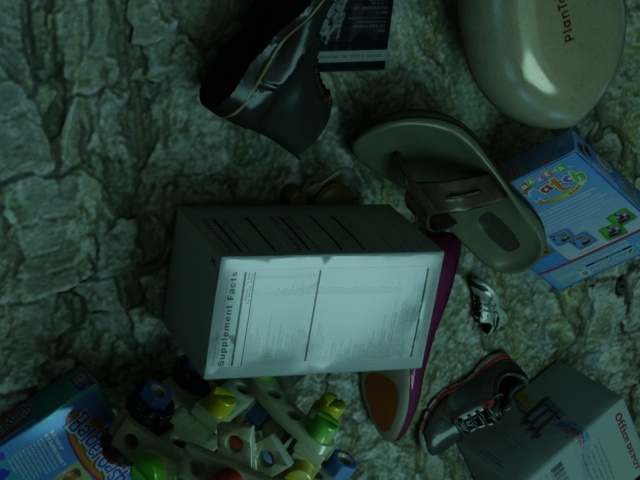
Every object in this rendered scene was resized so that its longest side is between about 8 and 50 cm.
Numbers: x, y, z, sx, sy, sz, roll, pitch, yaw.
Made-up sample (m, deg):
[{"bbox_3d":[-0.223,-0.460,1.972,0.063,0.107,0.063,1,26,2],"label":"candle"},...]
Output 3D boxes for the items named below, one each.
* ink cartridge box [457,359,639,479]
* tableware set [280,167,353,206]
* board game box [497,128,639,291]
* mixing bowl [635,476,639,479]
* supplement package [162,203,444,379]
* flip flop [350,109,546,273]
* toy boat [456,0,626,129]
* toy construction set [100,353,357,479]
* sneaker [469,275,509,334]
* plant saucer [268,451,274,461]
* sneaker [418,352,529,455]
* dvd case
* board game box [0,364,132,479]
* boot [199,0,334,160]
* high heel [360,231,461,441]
[{"bbox_3d":[0.286,0.261,1.874,0.176,0.127,0.128,-36,125,-15],"label":"ink cartridge box"},{"bbox_3d":[0.000,0.000,1.644,0.104,0.024,0.154,-32,125,-14],"label":"tableware set"},{"bbox_3d":[0.278,-0.030,1.744,0.160,0.039,0.211,-27,137,31],"label":"board game box"},{"bbox_3d":[0.487,0.342,2.059,0.181,0.098,0.181,-13,115,-29],"label":"mixing bowl"},{"bbox_3d":[-0.020,0.047,1.557,0.244,0.134,0.139,0,113,-25],"label":"supplement package"},{"bbox_3d":[0.144,-0.041,1.644,0.112,0.080,0.277,-27,126,31],"label":"flip flop"},{"bbox_3d":[0.285,-0.265,1.658,0.318,0.148,0.267,-18,114,-18],"label":"toy boat"},{"bbox_3d":[-0.086,0.208,1.525,0.151,0.215,0.327,-53,171,9],"label":"toy construction set"},{"bbox_3d":[0.192,0.078,1.795,0.037,0.032,0.083,-42,126,-12],"label":"sneaker"},{"bbox_3d":[-0.131,0.392,1.707,0.258,0.048,0.259,-23,122,-23],"label":"plant saucer"},{"bbox_3d":[0.184,0.199,1.820,0.158,0.065,0.061,-45,127,-10],"label":"sneaker"},{"bbox_3d":[0.007,-0.276,1.531,0.164,0.018,0.221,-6,113,-31],"label":"dvd case"},{"bbox_3d":[-0.288,0.248,1.541,0.210,0.047,0.160,-33,124,-17],"label":"board game box"},{"bbox_3d":[-0.013,-0.184,1.510,0.198,0.077,0.137,-48,133,11],"label":"boot"},{"bbox_3d":[0.111,0.109,1.738,0.117,0.082,0.244,-20,118,-39],"label":"high heel"}]
